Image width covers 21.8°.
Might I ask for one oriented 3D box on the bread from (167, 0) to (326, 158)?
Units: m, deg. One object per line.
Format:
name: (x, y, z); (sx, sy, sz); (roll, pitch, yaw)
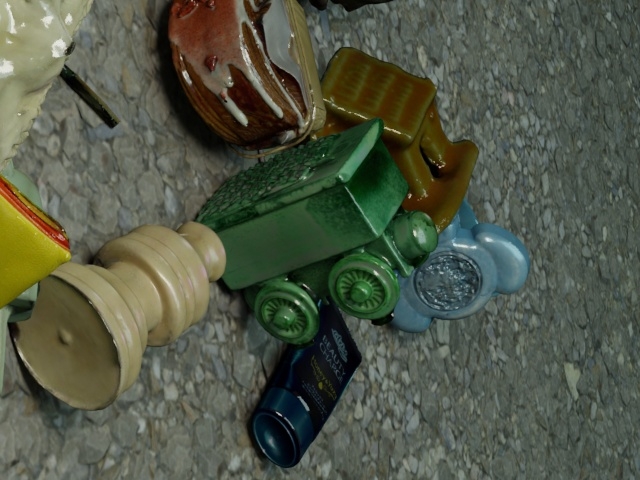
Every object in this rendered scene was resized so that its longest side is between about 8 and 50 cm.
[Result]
bread: (-0.088, -0.208, 1.915); (0.212, 0.142, 0.224); (11, 64, -61)

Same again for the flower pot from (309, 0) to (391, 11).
flower pot: (0.053, -0.438, 2.086); (0.213, 0.301, 0.302); (42, 47, -29)

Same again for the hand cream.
hand cream: (-0.013, 0.168, 2.035); (0.120, 0.061, 0.270); (63, 28, -19)

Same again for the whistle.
whistle: (-0.305, 0.026, 1.537); (0.092, 0.110, 0.244); (6, 71, -15)

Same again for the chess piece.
chess piece: (-0.182, 0.056, 1.719); (0.307, 0.138, 0.124); (-33, 142, -60)

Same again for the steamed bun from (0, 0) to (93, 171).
steamed bun: (-0.311, -0.199, 1.446); (0.206, 0.275, 0.320); (29, 35, -9)

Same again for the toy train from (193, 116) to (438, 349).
toy train: (0.000, 0.000, 1.894); (0.202, 0.266, 0.145); (57, 37, -17)

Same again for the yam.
yam: (-0.245, -0.154, 1.757); (0.107, 0.014, 0.014); (49, 44, -43)

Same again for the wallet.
wallet: (-0.341, 0.029, 1.368); (0.141, 0.241, 0.067); (48, 12, -39)

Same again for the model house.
model house: (0.059, -0.104, 2.091); (0.239, 0.173, 0.268); (62, 34, -31)

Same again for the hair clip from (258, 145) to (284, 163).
hair clip: (-0.054, -0.117, 2.054); (0.054, 0.022, 0.137); (10, 75, -57)

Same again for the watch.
watch: (0.172, 0.010, 2.270); (0.193, 0.211, 0.211); (-80, 150, -67)
